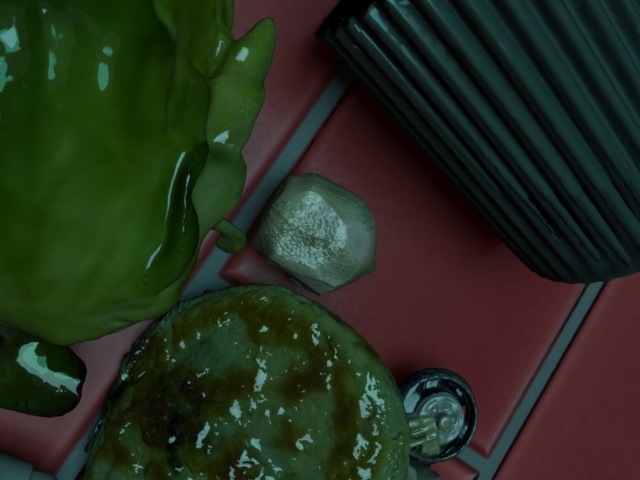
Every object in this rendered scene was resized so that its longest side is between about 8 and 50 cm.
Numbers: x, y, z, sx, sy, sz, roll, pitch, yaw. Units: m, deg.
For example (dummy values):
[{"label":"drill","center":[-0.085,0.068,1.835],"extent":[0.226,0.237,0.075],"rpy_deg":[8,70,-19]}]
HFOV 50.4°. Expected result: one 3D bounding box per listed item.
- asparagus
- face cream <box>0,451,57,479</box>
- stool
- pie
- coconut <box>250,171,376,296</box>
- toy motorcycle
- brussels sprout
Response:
[{"label":"asparagus","center":[-0.356,0.070,0.533],"extent":[0.343,0.085,0.082],"rpy_deg":[16,111,-13]},{"label":"face cream","center":[-0.333,0.178,0.535],"extent":[0.252,0.101,0.101],"rpy_deg":[20,85,-20]},{"label":"stool","center":[0.210,-0.155,0.630],"extent":[0.297,0.297,0.330],"rpy_deg":[-45,110,-13]},{"label":"pie","center":[-0.065,0.182,0.597],"extent":[0.303,0.067,0.302],"rpy_deg":[-2,75,8]},{"label":"coconut","center":[0.000,0.000,0.648],"extent":[0.125,0.110,0.110],"rpy_deg":[32,81,-11]},{"label":"toy motorcycle","center":[0.023,0.277,0.664],"extent":[0.223,0.108,0.340],"rpy_deg":[15,88,-13]},{"label":"brussels sprout","center":[-0.214,-0.113,0.487],"extent":[0.315,0.276,0.370],"rpy_deg":[-11,103,-32]}]
